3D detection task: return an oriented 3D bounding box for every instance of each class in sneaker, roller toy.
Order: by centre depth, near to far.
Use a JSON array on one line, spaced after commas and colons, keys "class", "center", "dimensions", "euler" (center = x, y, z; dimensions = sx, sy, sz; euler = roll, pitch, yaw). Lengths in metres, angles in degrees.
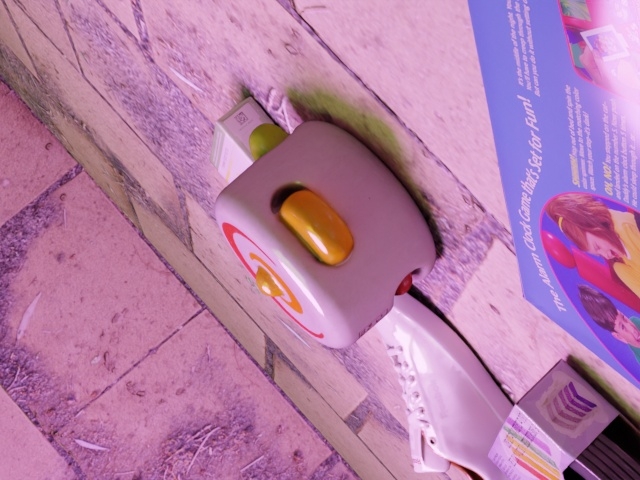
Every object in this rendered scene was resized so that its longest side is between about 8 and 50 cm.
[{"class": "roller toy", "center": [0.000, 0.000, 1.063], "dimensions": [0.209, 0.146, 0.191], "euler": [31, 158, 53]}, {"class": "sneaker", "center": [0.122, 0.175, 1.223], "dimensions": [0.290, 0.123, 0.106], "euler": [50, 170, 2]}]

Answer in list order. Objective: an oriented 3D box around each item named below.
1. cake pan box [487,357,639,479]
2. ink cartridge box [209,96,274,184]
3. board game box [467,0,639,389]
[{"class": "cake pan box", "center": [0.270, 0.240, 1.034], "dimensions": [0.246, 0.070, 0.267], "euler": [44, 167, 15]}, {"class": "ink cartridge box", "center": [-0.028, -0.037, 1.269], "dimensions": [0.235, 0.056, 0.171], "euler": [51, 167, 3]}, {"class": "board game box", "center": [0.186, -0.019, 0.524], "dimensions": [0.233, 0.078, 0.347], "euler": [41, 165, 34]}]
